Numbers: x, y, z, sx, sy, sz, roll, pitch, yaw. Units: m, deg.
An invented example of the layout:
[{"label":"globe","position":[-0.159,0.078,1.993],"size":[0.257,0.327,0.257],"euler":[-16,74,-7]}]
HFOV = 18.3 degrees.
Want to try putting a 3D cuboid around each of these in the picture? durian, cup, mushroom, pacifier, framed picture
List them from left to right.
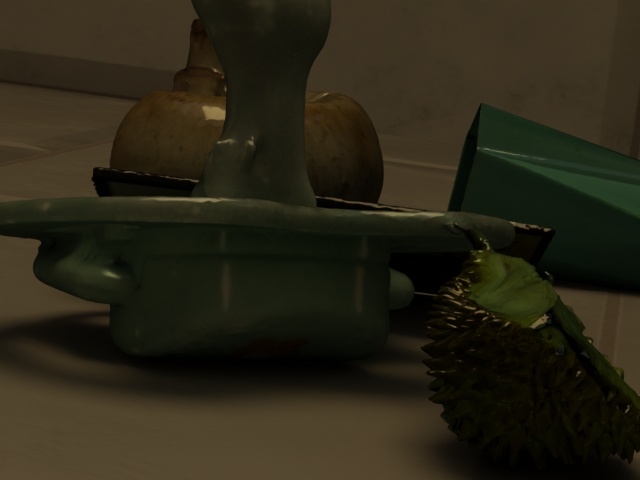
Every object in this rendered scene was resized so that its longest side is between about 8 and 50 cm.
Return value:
[{"label":"pacifier","position":[-0.049,-0.056,1.249],"size":[0.343,0.269,0.288],"euler":[7,-7,-34]},{"label":"mushroom","position":[-0.040,-0.077,1.661],"size":[0.189,0.195,0.254],"euler":[12,10,19]},{"label":"framed picture","position":[0.000,0.000,1.488],"size":[0.324,0.013,0.244],"euler":[7,-14,1]},{"label":"durian","position":[0.109,0.071,1.064],"size":[0.095,0.137,0.220],"euler":[-37,12,9]},{"label":"cup","position":[0.237,-0.025,1.793],"size":[0.236,0.134,0.148],"euler":[13,40,-4]}]
